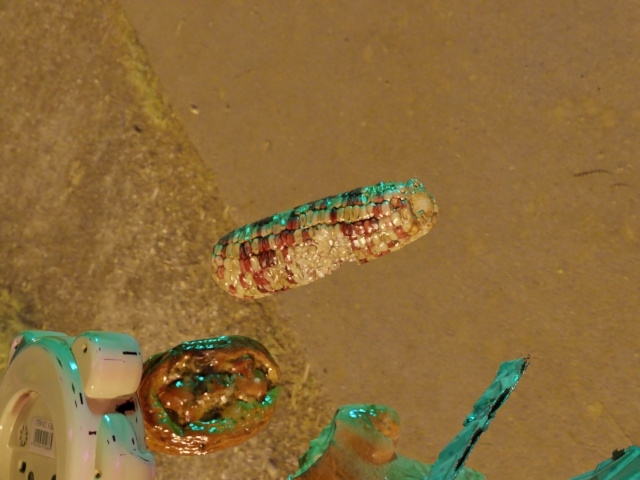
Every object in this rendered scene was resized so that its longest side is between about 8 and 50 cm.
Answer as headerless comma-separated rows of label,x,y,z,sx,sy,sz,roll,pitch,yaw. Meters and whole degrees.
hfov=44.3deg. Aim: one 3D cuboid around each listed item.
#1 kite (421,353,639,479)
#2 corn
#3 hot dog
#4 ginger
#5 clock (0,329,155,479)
kite,0.039,0.158,0.417,0.335,0.011,0.314,-32,8,45
corn,0.000,0.000,0.941,0.290,0.098,0.098,-17,59,24
hot dog,-0.193,0.272,1.395,0.122,0.272,0.196,151,110,-69
ginger,0.084,0.317,0.991,0.130,0.276,0.221,132,140,-82
clock,-0.300,0.262,0.923,0.284,0.114,0.309,-7,77,47
